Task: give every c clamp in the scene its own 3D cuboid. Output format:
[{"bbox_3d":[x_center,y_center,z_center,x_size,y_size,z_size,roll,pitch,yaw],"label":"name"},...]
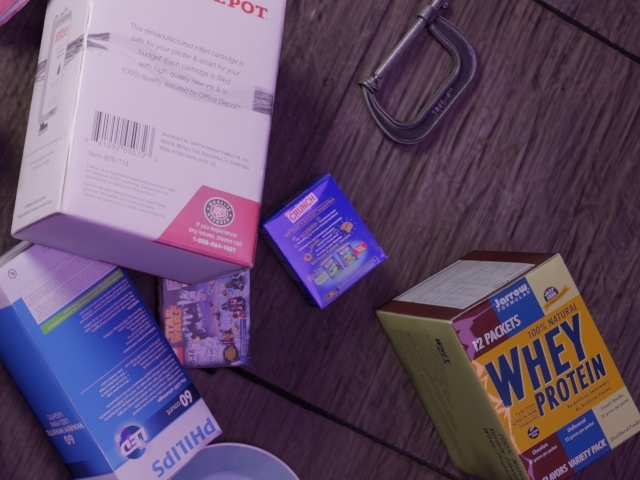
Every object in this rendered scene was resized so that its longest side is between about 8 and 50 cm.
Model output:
[{"bbox_3d":[0.095,-0.186,1.941,0.137,0.022,0.161,38,77,-21],"label":"c clamp"}]

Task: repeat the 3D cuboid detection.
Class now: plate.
[{"bbox_3d":[-0.097,0.296,1.876,0.188,0.024,0.188,0,90,-19],"label":"plate"}]

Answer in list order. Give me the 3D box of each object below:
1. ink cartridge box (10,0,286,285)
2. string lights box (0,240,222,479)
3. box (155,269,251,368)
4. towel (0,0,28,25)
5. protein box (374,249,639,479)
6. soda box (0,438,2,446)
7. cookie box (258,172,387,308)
[{"bbox_3d":[-0.157,-0.122,1.752,0.207,0.117,0.283,16,71,-30],"label":"ink cartridge box"},{"bbox_3d":[-0.217,0.116,1.779,0.133,0.077,0.260,-39,104,-41],"label":"string lights box"},{"bbox_3d":[-0.117,0.059,1.863,0.094,0.027,0.137,-2,92,-18],"label":"box"},{"bbox_3d":[-0.338,-0.298,1.735,0.197,0.144,0.029,42,37,-15],"label":"towel"},{"bbox_3d":[0.187,0.127,1.879,0.136,0.201,0.200,-30,100,-16],"label":"protein box"},{"bbox_3d":[-0.353,0.121,1.764,0.053,0.060,0.169,-18,97,-17],"label":"soda box"},{"bbox_3d":[0.000,0.000,1.897,0.092,0.040,0.107,-37,103,-15],"label":"cookie box"}]
